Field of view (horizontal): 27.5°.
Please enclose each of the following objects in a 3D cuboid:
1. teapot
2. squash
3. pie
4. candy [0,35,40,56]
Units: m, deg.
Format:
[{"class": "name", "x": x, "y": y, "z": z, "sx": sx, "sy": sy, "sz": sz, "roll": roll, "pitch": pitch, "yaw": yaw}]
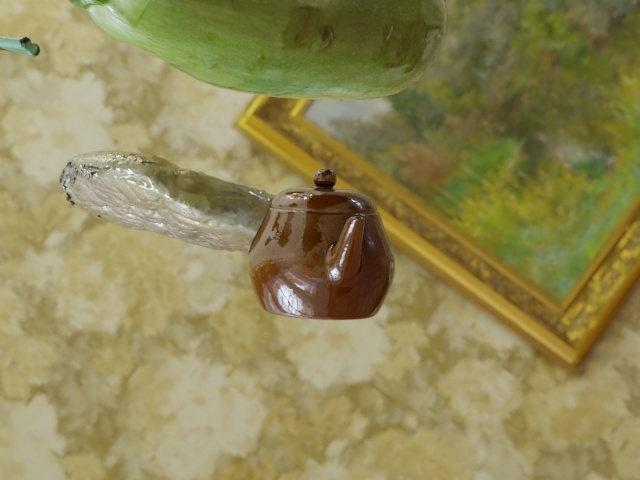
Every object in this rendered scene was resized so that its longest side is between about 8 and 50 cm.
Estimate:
[{"class": "teapot", "x": 0.000, "y": 0.000, "z": 0.976, "sx": 0.116, "sy": 0.116, "sz": 0.173, "roll": -52, "pitch": 16, "yaw": -7}, {"class": "squash", "x": -0.024, "y": -0.147, "z": 0.837, "sx": 0.118, "sy": 0.118, "sz": 0.370, "roll": -57, "pitch": -22, "yaw": 21}, {"class": "pie", "x": -0.132, "y": -0.034, "z": 1.147, "sx": 0.185, "sy": 0.218, "sz": 0.052, "roll": 29, "pitch": -106, "yaw": -63}, {"class": "candy", "x": -0.311, "y": -0.161, "z": 1.010, "sx": 0.073, "sy": 0.262, "sz": 0.077, "roll": 18, "pitch": -94, "yaw": -56}]
